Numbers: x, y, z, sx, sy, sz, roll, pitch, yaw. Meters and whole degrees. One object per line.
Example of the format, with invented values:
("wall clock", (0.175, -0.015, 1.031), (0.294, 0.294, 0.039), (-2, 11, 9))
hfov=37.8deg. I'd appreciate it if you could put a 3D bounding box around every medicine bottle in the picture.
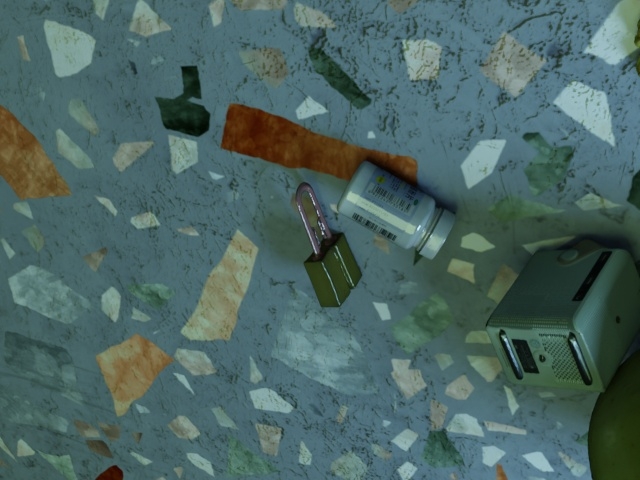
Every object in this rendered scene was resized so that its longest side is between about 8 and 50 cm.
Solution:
("medicine bottle", (0.130, -0.050, 1.592), (0.187, 0.102, 0.102), (29, 131, 3))

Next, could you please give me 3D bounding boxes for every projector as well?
("projector", (0.407, 0.118, 1.516), (0.177, 0.242, 0.163), (0, 127, 45))

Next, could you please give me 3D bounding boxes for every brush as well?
("brush", (0.000, 0.000, 1.693), (0.047, 0.103, 0.233), (-6, 120, 33))

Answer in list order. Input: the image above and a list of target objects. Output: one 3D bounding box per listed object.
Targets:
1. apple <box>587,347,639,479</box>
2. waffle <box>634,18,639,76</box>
("apple", (0.646, 0.322, 1.407), (0.474, 0.473, 0.473), (12, 128, 16))
("waffle", (0.559, -0.282, 1.260), (0.253, 0.056, 0.249), (13, 128, 14))
